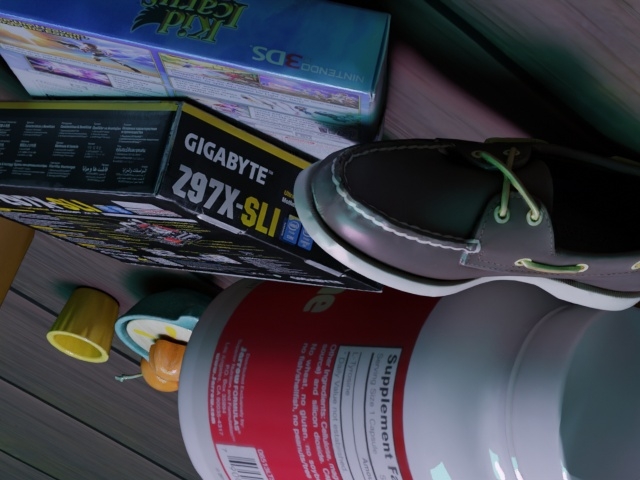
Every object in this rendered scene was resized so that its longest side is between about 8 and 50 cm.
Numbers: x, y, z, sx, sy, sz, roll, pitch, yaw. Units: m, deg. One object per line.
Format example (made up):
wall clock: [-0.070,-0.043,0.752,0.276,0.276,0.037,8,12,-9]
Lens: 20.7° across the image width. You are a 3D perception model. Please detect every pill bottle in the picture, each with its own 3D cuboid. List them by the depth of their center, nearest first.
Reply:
pill bottle: [0.089,0.138,1.486,0.408,0.229,0.229,-1,148,44]

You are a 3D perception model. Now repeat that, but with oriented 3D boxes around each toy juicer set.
toy juicer set: [-0.116,0.119,1.786,0.329,0.089,0.209,-10,142,46]

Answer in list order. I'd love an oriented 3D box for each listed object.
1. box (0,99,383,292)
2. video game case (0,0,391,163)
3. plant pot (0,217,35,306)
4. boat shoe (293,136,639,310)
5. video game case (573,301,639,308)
box: [-0.136,-0.037,1.387,0.322,0.079,0.257,5,165,44]
video game case: [-0.087,-0.125,1.215,0.270,0.061,0.244,13,172,3]
plant pot: [-0.376,-0.023,1.575,0.212,0.212,0.187,22,142,-4]
boat shoe: [0.135,-0.022,1.222,0.324,0.116,0.097,10,146,-32]
video game case: [0.249,0.034,1.438,0.166,0.015,0.119,-9,144,45]
